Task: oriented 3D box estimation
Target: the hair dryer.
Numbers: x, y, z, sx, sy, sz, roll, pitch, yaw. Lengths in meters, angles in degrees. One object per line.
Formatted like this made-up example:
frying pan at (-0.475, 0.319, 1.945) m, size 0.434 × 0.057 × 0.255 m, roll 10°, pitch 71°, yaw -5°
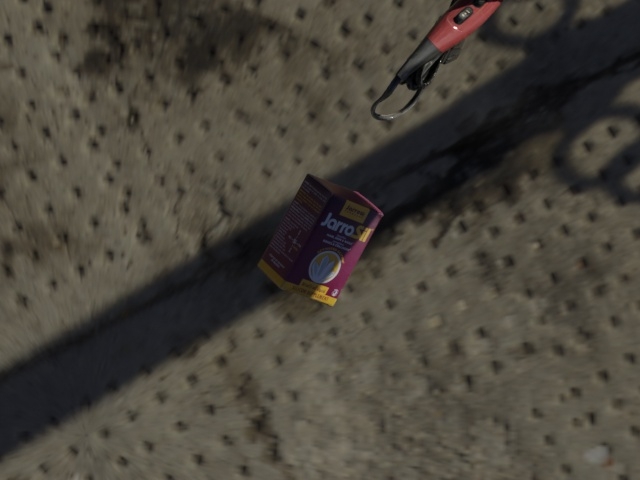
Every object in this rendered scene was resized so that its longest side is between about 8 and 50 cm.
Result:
hair dryer at (0.178, -0.238, 1.816) m, size 0.080 × 0.223 × 0.293 m, roll 37°, pitch 124°, yaw -1°

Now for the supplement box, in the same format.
supplement box at (0.000, 0.000, 1.371) m, size 0.055 × 0.043 × 0.083 m, roll 20°, pitch 103°, yaw -36°
